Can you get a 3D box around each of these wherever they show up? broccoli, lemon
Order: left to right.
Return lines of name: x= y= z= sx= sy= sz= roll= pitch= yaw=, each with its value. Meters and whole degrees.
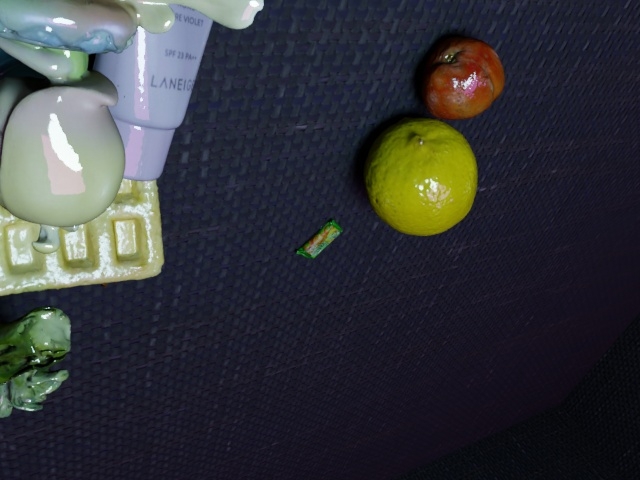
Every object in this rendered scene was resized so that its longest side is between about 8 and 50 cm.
broccoli: x=-0.382 y=0.160 z=0.754 sx=0.275 sy=0.177 sz=0.198 roll=-5 pitch=137 yaw=18
lemon: x=0.157 y=-0.095 z=0.983 sx=0.178 sy=0.178 sz=0.203 roll=-31 pitch=146 yaw=-6

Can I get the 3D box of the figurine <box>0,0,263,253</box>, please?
figurine: x=-0.186 y=-0.173 z=0.491 sx=0.275 sy=0.226 sz=0.394 roll=7 pitch=112 yaw=-9

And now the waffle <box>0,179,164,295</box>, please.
waffle: x=-0.313 y=-0.025 z=0.718 sx=0.274 sy=0.057 sz=0.167 roll=-7 pitch=103 yaw=-33

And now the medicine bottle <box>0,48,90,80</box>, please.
medicine bottle: x=-0.345 y=-0.157 z=0.579 sx=0.258 sy=0.079 sz=0.124 roll=-29 pitch=160 yaw=-11

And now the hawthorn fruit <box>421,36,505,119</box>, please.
hawthorn fruit: x=0.203 y=-0.234 z=0.916 sx=0.128 sy=0.128 sz=0.128 roll=-22 pitch=142 yaw=-18

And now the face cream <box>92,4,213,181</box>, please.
face cream: x=-0.169 y=-0.201 z=0.643 sx=0.154 sy=0.096 sz=0.273 roll=-14 pitch=131 yaw=-60

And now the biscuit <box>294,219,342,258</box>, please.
biscuit: x=0.000 y=0.000 z=1.099 sx=0.089 sy=0.016 sz=0.046 roll=-43 pitch=144 yaw=11

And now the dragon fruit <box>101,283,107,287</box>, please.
dragon fruit: x=-0.297 y=0.029 z=0.841 sx=0.106 sy=0.083 sz=0.162 roll=-39 pitch=147 yaw=9
